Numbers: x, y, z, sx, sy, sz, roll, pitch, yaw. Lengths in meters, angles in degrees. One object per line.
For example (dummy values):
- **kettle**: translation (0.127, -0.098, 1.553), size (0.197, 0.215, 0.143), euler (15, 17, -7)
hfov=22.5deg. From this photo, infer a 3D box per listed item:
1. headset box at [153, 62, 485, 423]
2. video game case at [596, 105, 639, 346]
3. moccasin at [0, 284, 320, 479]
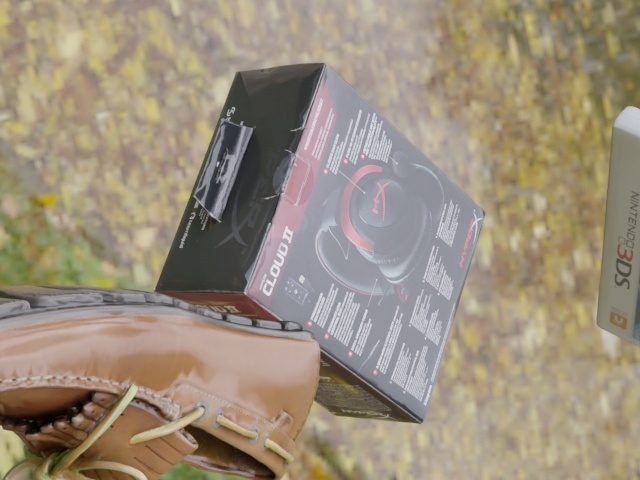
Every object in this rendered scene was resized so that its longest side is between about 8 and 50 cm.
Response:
- **headset box**: translation (0.000, 0.000, 1.383), size (0.293, 0.110, 0.218), euler (38, 62, -43)
- **video game case**: translation (0.252, 0.030, 0.917), size (0.023, 0.201, 0.183), euler (-47, 149, -30)
- **moccasin**: translation (-0.135, 0.108, 1.022), size (0.380, 0.139, 0.147), euler (18, 74, -62)
